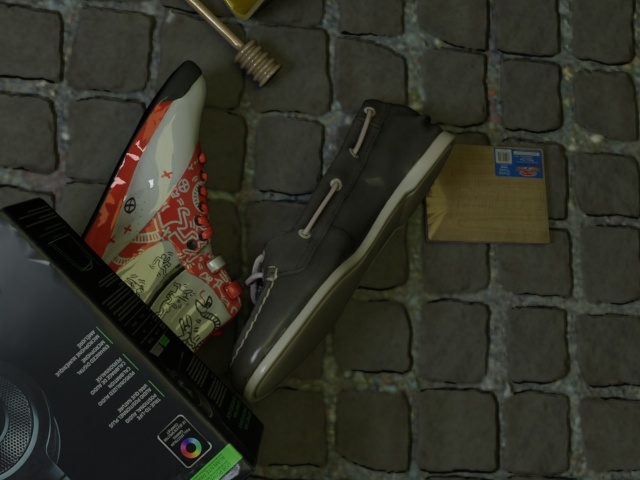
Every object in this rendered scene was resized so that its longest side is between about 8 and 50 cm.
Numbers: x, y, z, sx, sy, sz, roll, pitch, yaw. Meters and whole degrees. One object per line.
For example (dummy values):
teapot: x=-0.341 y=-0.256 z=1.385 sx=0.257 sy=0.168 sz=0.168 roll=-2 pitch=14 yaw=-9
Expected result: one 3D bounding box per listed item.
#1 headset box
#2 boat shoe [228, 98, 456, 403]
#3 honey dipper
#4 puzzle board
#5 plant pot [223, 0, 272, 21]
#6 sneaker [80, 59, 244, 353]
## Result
headset box: x=-0.214 y=0.153 z=0.963 sx=0.246 sy=0.131 sz=0.283 roll=-43 pitch=94 yaw=4
boat shoe: x=0.000 y=0.000 z=1.106 sx=0.095 sy=0.112 sz=0.335 roll=31 pitch=57 yaw=12
honey dipper: x=-0.103 y=-0.205 z=1.165 sx=0.161 sy=0.030 sz=0.030 roll=42 pitch=71 yaw=-3
puzzle board: x=0.159 y=-0.044 z=1.223 sx=0.128 sy=0.011 sz=0.096 roll=1 pitch=78 yaw=-17
plant pot: x=-0.025 y=-0.363 z=1.138 sx=0.187 sy=0.212 sz=0.212 roll=-36 pitch=91 yaw=-33
sneaker: x=-0.121 y=-0.010 z=1.090 sx=0.145 sy=0.090 sz=0.270 roll=27 pitch=76 yaw=-11
